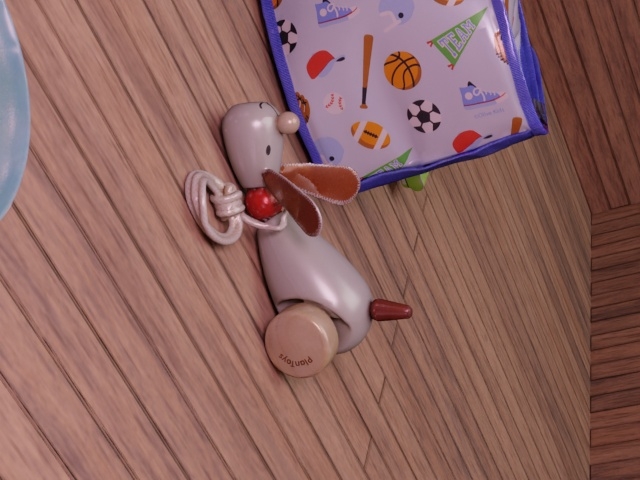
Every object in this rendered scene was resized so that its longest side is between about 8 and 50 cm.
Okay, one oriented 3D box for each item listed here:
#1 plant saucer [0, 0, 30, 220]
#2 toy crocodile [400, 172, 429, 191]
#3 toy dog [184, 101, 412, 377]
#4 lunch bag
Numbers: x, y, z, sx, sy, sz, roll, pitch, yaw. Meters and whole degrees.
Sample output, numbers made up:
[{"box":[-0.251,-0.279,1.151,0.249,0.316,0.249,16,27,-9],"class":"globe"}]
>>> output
[{"box":[-0.321,-0.138,0.794,0.317,0.043,0.318,48,34,-49],"class":"plant saucer"},{"box":[0.111,-0.240,1.800,0.341,0.105,0.115,69,23,-17],"class":"toy crocodile"},{"box":[0.000,0.000,1.314,0.334,0.161,0.220,64,24,-26],"class":"toy dog"},{"box":[0.111,-0.280,1.539,0.239,0.327,0.385,-1,75,-69],"class":"lunch bag"}]
